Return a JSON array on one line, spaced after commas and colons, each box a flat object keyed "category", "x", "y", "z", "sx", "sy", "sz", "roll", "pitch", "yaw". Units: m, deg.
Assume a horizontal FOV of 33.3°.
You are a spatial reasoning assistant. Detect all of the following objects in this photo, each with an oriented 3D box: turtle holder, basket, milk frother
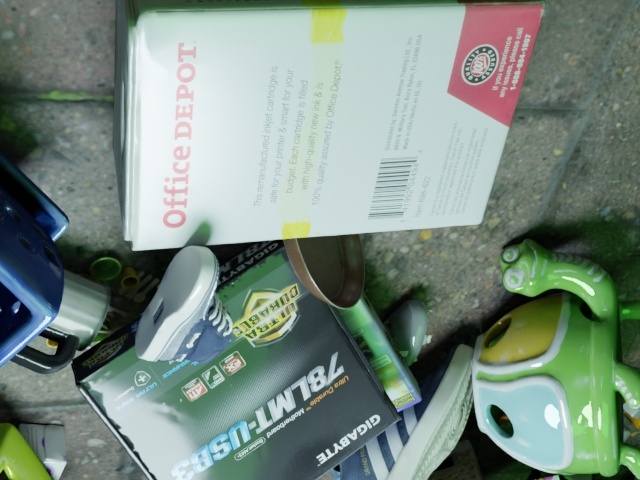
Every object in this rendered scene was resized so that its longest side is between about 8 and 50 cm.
[{"category": "turtle holder", "x": 0.323, "y": 0.178, "z": 1.456, "sx": 0.227, "sy": 0.243, "sz": 0.320, "roll": -2, "pitch": 144, "yaw": 19}, {"category": "basket", "x": 0.221, "y": 0.423, "z": 1.751, "sx": 0.113, "sy": 0.103, "sz": 0.167, "roll": -21, "pitch": 137, "yaw": 2}, {"category": "milk frother", "x": -0.338, "y": 0.085, "z": 1.228, "sx": 0.134, "sy": 0.129, "sz": 0.143, "roll": 27, "pitch": 163, "yaw": -27}]

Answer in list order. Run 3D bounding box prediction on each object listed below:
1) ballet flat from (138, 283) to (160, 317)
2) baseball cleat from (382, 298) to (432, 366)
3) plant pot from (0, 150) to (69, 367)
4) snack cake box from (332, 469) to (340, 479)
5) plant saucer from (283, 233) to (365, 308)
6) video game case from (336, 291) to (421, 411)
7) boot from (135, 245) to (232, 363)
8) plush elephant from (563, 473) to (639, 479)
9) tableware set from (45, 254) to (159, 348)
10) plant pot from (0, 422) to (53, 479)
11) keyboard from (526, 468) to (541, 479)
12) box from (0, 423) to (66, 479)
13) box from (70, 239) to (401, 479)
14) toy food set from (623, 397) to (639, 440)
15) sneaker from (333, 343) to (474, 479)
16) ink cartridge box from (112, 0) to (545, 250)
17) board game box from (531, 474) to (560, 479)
[{"category": "ballet flat", "x": -0.189, "y": 0.101, "z": 1.296, "sx": 0.221, "sy": 0.079, "sz": 0.077, "roll": -46, "pitch": 135, "yaw": 0}, {"category": "baseball cleat", "x": 0.071, "y": 0.158, "z": 1.463, "sx": 0.109, "sy": 0.072, "sz": 0.206, "roll": 6, "pitch": 129, "yaw": -25}, {"category": "plant pot", "x": -0.391, "y": 0.009, "z": 1.024, "sx": 0.236, "sy": 0.212, "sz": 0.236, "roll": -38, "pitch": 114, "yaw": 17}, {"category": "snack cake box", "x": 0.102, "y": 0.425, "z": 1.674, "sx": 0.089, "sy": 0.152, "sz": 0.264, "roll": -23, "pitch": 136, "yaw": 3}, {"category": "plant saucer", "x": 0.000, "y": 0.000, "z": 1.227, "sx": 0.029, "sy": 0.169, "sz": 0.168, "roll": -18, "pitch": 140, "yaw": 26}, {"category": "video game case", "x": -0.042, "y": 0.163, "z": 1.385, "sx": 0.269, "sy": 0.061, "sz": 0.244, "roll": -27, "pitch": 116, "yaw": 8}, {"category": "boot", "x": -0.124, "y": 0.069, "z": 1.117, "sx": 0.086, "sy": 0.069, "sz": 0.190, "roll": 9, "pitch": 146, "yaw": -26}, {"category": "plush elephant", "x": 0.471, "y": 0.512, "z": 1.824, "sx": 0.330, "sy": 0.271, "sz": 0.255, "roll": -50, "pitch": 150, "yaw": -10}, {"category": "tableware set", "x": -0.275, "y": 0.081, "z": 1.297, "sx": 0.154, "sy": 0.024, "sz": 0.104, "roll": -41, "pitch": 132, "yaw": 21}, {"category": "plant pot", "x": -0.465, "y": 0.390, "z": 1.337, "sx": 0.228, "sy": 0.207, "sz": 0.227, "roll": -11, "pitch": 124, "yaw": 14}, {"category": "keyboard", "x": 0.299, "y": 0.450, "z": 1.734, "sx": 0.192, "sy": 0.038, "sz": 0.100, "roll": -61, "pitch": 169, "yaw": -11}, {"category": "box", "x": -0.433, "y": 0.384, "z": 1.504, "sx": 0.063, "sy": 0.067, "sz": 0.324, "roll": 10, "pitch": 127, "yaw": -27}, {"category": "box", "x": -0.092, "y": 0.182, "z": 1.275, "sx": 0.295, "sy": 0.073, "sz": 0.293, "roll": -33, "pitch": 114, "yaw": -7}, {"category": "toy food set", "x": 0.444, "y": 0.255, "z": 1.700, "sx": 0.111, "sy": 0.104, "sz": 0.232, "roll": -50, "pitch": 148, "yaw": 10}, {"category": "sneaker", "x": 0.092, "y": 0.277, "z": 1.481, "sx": 0.350, "sy": 0.148, "sz": 0.131, "roll": -56, "pitch": 150, "yaw": -22}, {"category": "ink cartridge box", "x": -0.010, "y": -0.153, "z": 1.068, "sx": 0.384, "sy": 0.160, "sz": 0.279, "roll": -4, "pitch": 134, "yaw": -16}, {"category": "board game box", "x": 0.222, "y": 0.477, "z": 1.579, "sx": 0.318, "sy": 0.066, "sz": 0.318, "roll": -14, "pitch": 137, "yaw": 9}]
